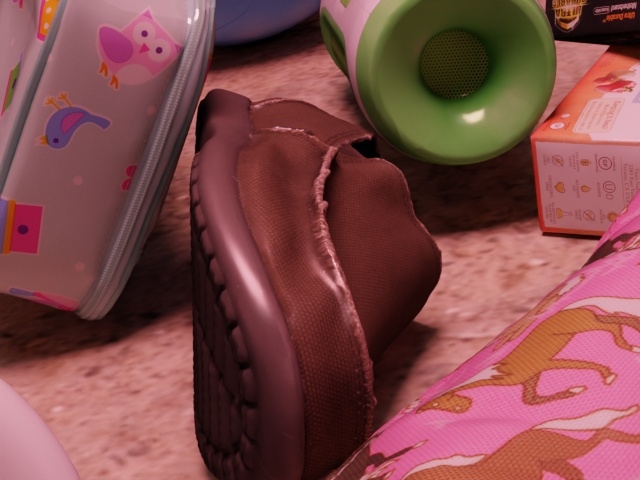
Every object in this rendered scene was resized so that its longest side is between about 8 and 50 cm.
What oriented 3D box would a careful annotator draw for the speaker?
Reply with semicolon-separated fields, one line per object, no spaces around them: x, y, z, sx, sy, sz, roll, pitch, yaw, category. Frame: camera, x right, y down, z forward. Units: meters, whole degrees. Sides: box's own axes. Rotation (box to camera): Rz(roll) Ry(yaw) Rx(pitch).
0.070;-0.135;0.984;0.131;0.131;0.296;-11;16;-2;speaker

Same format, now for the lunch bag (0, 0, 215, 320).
-0.155;-0.086;0.901;0.108;0.224;0.279;14;17;-20;lunch bag

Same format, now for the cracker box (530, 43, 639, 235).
0.258;-0.059;0.859;0.232;0.067;0.156;5;29;27;cracker box

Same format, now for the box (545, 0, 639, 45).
0.268;-0.149;0.938;0.175;0.051;0.220;1;4;-20;box

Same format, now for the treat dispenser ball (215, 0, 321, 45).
-0.091;-0.308;1.249;0.288;0.288;0.288;-8;25;4;treat dispenser ball

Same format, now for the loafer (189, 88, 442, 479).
0.000;0.000;0.751;0.130;0.134;0.366;0;24;-4;loafer

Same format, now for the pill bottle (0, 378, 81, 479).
-0.141;0.111;0.468;0.146;0.146;0.264;-15;-8;-11;pill bottle

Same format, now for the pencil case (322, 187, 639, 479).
0.102;0.086;0.515;0.386;0.167;0.160;-33;-4;-40;pencil case
